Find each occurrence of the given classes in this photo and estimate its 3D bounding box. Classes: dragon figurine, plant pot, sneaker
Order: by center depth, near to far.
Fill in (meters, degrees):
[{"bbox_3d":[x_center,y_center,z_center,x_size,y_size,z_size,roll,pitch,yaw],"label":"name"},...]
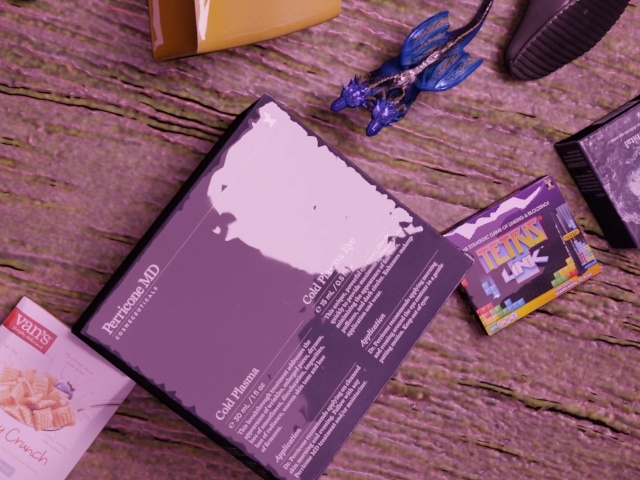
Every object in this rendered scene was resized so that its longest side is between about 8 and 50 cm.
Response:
[{"bbox_3d":[-0.089,-0.323,1.675,0.187,0.212,0.212,-5,96,-20],"label":"plant pot"},{"bbox_3d":[0.135,-0.221,1.736,0.289,0.144,0.085,-37,95,-7],"label":"dragon figurine"},{"bbox_3d":[0.323,-0.353,1.789,0.330,0.122,0.146,-51,59,10],"label":"sneaker"}]

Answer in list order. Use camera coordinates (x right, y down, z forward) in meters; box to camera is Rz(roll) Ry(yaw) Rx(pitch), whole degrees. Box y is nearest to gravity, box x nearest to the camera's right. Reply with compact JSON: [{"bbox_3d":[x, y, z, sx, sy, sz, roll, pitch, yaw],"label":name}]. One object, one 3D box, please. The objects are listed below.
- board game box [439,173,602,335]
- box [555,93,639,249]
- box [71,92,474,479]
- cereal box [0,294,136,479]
[{"bbox_3d":[0.245,0.018,1.800,0.170,0.048,0.141,-30,95,-8],"label":"board game box"},{"bbox_3d":[0.409,-0.094,1.805,0.156,0.093,0.158,-31,95,-8],"label":"box"},{"bbox_3d":[-0.059,0.064,1.663,0.312,0.179,0.343,39,79,-9],"label":"box"},{"bbox_3d":[-0.355,0.209,1.705,0.173,0.047,0.240,37,84,-8],"label":"cereal box"}]
